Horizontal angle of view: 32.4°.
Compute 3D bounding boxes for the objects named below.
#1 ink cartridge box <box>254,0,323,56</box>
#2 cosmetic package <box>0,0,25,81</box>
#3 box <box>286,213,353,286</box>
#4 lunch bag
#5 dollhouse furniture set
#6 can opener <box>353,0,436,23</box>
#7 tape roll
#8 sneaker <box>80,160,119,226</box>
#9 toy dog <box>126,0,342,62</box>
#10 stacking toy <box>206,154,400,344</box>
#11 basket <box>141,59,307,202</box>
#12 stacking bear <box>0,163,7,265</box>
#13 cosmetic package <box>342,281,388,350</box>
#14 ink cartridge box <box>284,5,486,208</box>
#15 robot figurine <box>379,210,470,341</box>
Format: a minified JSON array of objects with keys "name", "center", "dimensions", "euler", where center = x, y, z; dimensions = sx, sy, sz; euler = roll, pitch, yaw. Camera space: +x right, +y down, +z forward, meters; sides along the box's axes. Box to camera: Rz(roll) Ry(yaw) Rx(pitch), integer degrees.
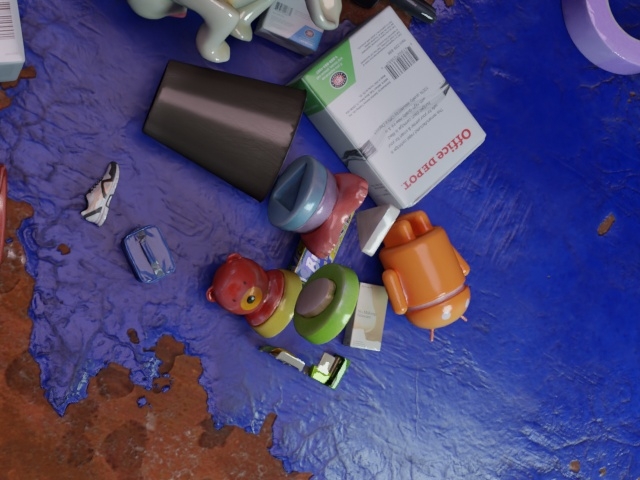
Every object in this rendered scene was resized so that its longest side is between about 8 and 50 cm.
[{"name":"ink cartridge box","center":[-0.032,-0.423,1.905],"dimensions":[0.104,0.060,0.180],"euler":[22,82,-16]},{"name":"cosmetic package","center":[-0.539,-0.322,1.666],"dimensions":[0.152,0.184,0.151],"euler":[-9,91,-19]},{"name":"box","center":[0.000,0.000,1.906],"dimensions":[0.059,0.054,0.168],"euler":[26,81,-16]},{"name":"lunch bag","center":[-0.283,0.019,1.804],"dimensions":[0.067,0.065,0.098],"euler":[-27,97,-18]},{"name":"dollhouse furniture set","center":[-0.023,0.198,1.883],"dimensions":[0.152,0.076,0.058],"euler":[31,81,-26]},{"name":"can opener","center":[0.128,-0.442,1.970],"dimensions":[0.186,0.073,0.059],"euler":[20,43,-20]},{"name":"tape roll","center":[0.602,-0.460,2.106],"dimensions":[0.275,0.090,0.274],"euler":[0,89,-19]},{"name":"sneaker","center":[-0.358,-0.080,1.796],"dimensions":[0.044,0.040,0.109],"euler":[20,82,-15]},{"name":"toy dog","center":[-0.170,-0.466,1.698],"dimensions":[0.395,0.408,0.284],"euler":[66,30,-32]},{"name":"stacking toy","center":[-0.038,0.010,1.754],"dimensions":[0.130,0.279,0.308],"euler":[29,85,-29]},{"name":"basket","center":[-0.166,-0.194,1.809],"dimensions":[0.227,0.154,0.204],"euler":[20,103,-12]},{"name":"stacking bear","center":[-0.629,-0.026,1.646],"dimensions":[0.289,0.175,0.164],"euler":[4,115,-9]},{"name":"cosmetic package","center":[0.080,0.133,1.935],"dimensions":[0.060,0.041,0.115],"euler":[9,85,-18]},{"name":"ink cartridge box","center":[0.113,-0.222,1.915],"dimensions":[0.211,0.121,0.289],"euler":[-41,101,-16]},{"name":"robot figurine","center":[0.185,0.059,1.928],"dimensions":[0.128,0.158,0.219],"euler":[-22,96,17]}]
